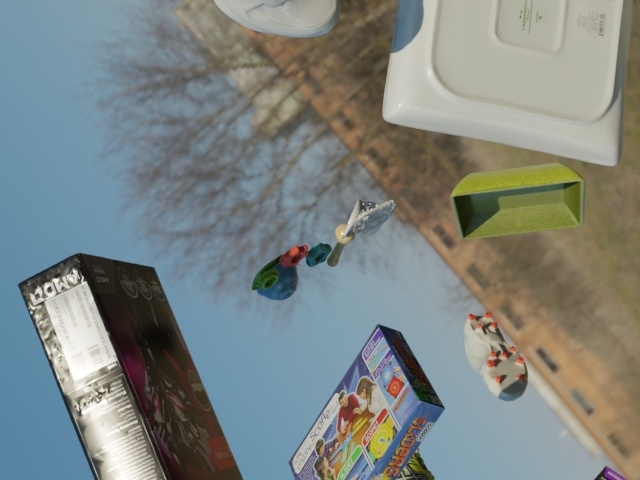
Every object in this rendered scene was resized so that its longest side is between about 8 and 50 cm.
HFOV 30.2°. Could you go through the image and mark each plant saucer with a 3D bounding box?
[{"bbox_3d":[0.289,-0.062,1.738,0.188,0.188,0.045,60,-154,-67],"label":"plant saucer"}]

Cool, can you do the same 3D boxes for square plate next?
[{"bbox_3d":[0.269,-0.297,1.572,0.344,0.347,0.049,10,173,-13],"label":"square plate"}]

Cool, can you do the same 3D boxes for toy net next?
[{"bbox_3d":[0.000,0.000,1.665,0.045,0.232,0.122,51,178,27],"label":"toy net"}]

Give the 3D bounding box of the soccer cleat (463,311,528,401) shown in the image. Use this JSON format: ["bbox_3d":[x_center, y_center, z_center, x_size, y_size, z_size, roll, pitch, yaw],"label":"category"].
[{"bbox_3d":[0.256,0.182,1.749,0.196,0.068,0.076,-109,18,-58],"label":"soccer cleat"}]

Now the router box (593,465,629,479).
[{"bbox_3d":[0.318,0.367,1.423,0.046,0.133,0.179,33,155,32],"label":"router box"}]

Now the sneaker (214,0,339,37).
[{"bbox_3d":[-0.087,-0.317,1.307,0.305,0.114,0.152,34,179,-31],"label":"sneaker"}]

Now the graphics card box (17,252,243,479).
[{"bbox_3d":[-0.207,0.203,1.407,0.371,0.094,0.233,65,-169,12],"label":"graphics card box"}]

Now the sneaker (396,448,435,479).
[{"bbox_3d":[0.152,0.431,2.128,0.384,0.147,0.145,34,171,-3],"label":"sneaker"}]

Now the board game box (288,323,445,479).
[{"bbox_3d":[0.044,0.208,1.260,0.035,0.201,0.136,20,-157,-29],"label":"board game box"}]
